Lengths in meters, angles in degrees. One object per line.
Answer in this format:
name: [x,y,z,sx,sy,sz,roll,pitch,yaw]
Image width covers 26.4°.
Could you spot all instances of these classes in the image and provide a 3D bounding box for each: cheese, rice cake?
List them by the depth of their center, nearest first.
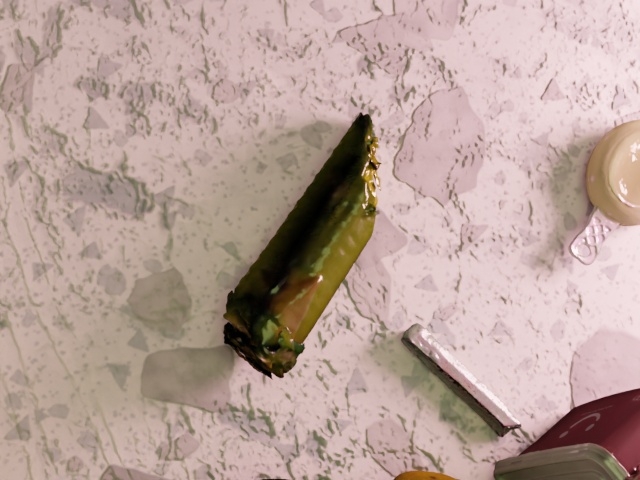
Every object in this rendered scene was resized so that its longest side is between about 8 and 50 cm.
rice cake: [0.191,0.192,1.860,0.207,0.033,0.033,43,66,-5]
cheese: [0.424,-0.063,1.933,0.137,0.064,0.227,37,77,-4]

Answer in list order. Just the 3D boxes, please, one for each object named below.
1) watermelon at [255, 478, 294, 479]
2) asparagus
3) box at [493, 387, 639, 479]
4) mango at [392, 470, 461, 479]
watermelon: [-0.058,0.413,1.670,0.242,0.242,0.242,2,82,-13]
asparagus: [0.000,0.000,1.801,0.382,0.128,0.108,-56,133,-15]
box: [0.386,0.307,1.767,0.167,0.294,0.193,-37,92,-26]
mango: [0.223,0.487,1.734,0.301,0.220,0.445,-32,87,-12]
